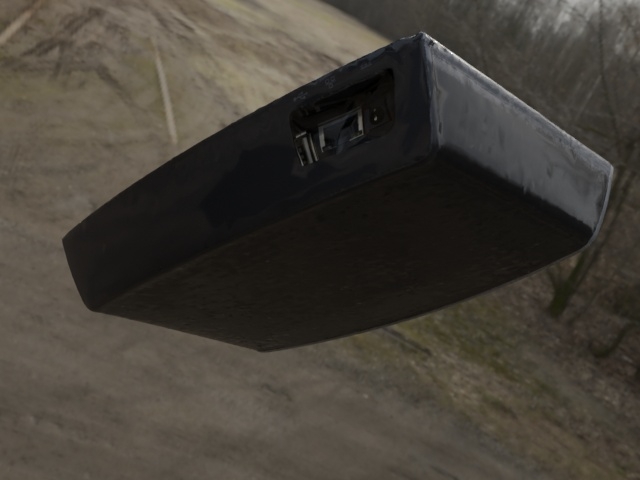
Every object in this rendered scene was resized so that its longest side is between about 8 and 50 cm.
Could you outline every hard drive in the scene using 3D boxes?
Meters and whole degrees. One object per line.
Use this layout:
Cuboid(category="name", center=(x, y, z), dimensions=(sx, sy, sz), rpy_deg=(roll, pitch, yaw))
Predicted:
Cuboid(category="hard drive", center=(0.000, 0.000, 0.428), dimensions=(0.172, 0.255, 0.054), rpy_deg=(21, 57, -42))
